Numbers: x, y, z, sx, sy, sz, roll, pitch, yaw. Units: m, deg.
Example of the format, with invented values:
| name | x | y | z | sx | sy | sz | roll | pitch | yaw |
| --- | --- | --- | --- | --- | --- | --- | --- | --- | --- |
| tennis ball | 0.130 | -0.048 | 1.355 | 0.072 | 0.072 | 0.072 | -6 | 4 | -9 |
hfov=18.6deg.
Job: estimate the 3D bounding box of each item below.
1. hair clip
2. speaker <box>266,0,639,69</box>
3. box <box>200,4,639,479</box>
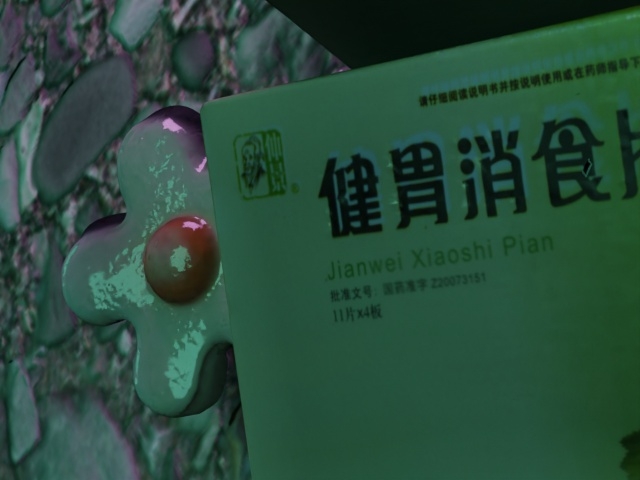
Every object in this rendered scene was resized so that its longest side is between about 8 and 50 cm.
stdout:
| name | x | y | z | sx | sy | sz | roll | pitch | yaw |
| --- | --- | --- | --- | --- | --- | --- | --- | --- | --- |
| hair clip | -0.005 | -0.002 | 0.838 | 0.257 | 0.075 | 0.146 | -14 | 66 | 41 |
| speaker | 0.027 | -0.277 | 0.753 | 0.183 | 0.184 | 0.406 | -14 | 69 | 28 |
| box | 0.080 | 0.016 | 0.689 | 0.260 | 0.062 | 0.175 | -8 | 89 | 40 |
